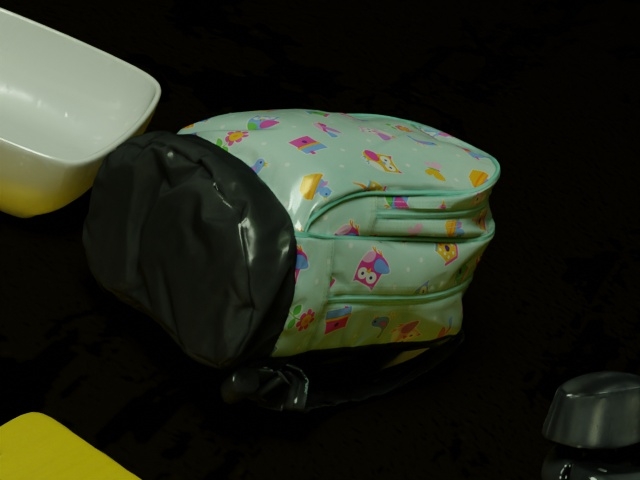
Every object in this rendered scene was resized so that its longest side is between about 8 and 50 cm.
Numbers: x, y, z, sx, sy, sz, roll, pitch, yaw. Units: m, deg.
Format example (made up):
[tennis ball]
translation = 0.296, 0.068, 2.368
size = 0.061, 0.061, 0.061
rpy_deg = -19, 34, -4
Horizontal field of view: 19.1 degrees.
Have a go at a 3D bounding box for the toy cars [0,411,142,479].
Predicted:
[toy cars]
translation = -0.120, 0.192, 0.497
size = 0.176, 0.087, 0.394
rpy_deg = 7, 33, -9

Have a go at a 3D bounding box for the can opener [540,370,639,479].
[can opener]
translation = 0.169, 0.103, 0.875
size = 0.186, 0.073, 0.059
rpy_deg = 6, 21, -43

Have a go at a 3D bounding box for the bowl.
[bowl]
translation = -0.163, -0.064, 0.964
size = 0.142, 0.053, 0.142
rpy_deg = 22, 27, 7

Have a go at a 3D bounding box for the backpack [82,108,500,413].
[backpack]
translation = 0.000, 0.000, 0.889
size = 0.182, 0.115, 0.152
rpy_deg = -1, 31, -40
